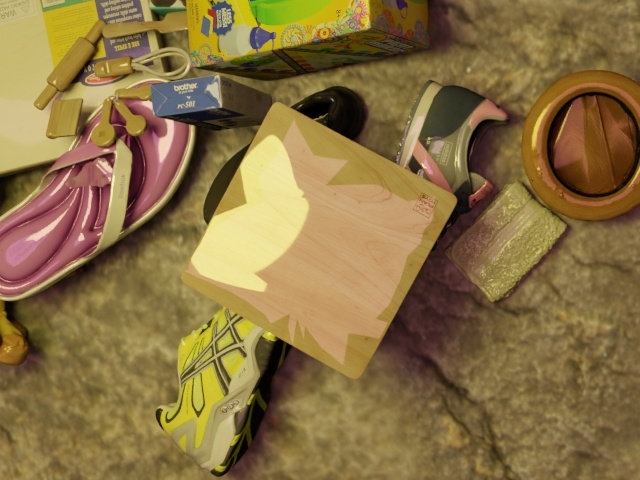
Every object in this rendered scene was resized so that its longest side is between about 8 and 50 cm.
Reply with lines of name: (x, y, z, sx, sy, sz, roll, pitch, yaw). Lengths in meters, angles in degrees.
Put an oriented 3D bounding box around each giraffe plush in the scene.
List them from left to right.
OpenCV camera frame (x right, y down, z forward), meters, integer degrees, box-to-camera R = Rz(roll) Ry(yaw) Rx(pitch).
giraffe plush: (-0.531, 0.081, 1.312, 0.210, 0.181, 0.170, 18, 85, 48)

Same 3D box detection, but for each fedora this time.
fedora: (0.356, -0.124, 1.089, 0.194, 0.079, 0.194, 2, 98, 14)

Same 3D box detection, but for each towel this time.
towel: (0.255, 0.002, 1.147, 0.110, 0.027, 0.148, 44, 102, 9)

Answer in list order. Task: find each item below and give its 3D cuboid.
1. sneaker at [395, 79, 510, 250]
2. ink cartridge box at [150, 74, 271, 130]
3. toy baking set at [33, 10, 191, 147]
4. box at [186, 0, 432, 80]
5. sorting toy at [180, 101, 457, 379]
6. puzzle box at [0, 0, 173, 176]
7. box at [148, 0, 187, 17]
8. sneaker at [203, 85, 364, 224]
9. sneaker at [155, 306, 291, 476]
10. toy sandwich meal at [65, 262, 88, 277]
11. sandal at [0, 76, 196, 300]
sneaker: (0.159, -0.051, 1.128, 0.131, 0.112, 0.319, 17, 97, 17)
ink cartridge box: (-0.145, -0.188, 1.156, 0.097, 0.207, 0.046, -5, 91, 15)
toy baking set: (-0.291, -0.237, 1.196, 0.197, 0.030, 0.256, 26, 78, 21)
box: (-0.022, -0.383, 1.097, 0.279, 0.177, 0.290, -4, 91, 32)
sorting toy: (0.000, 0.000, 1.058, 0.257, 0.089, 0.255, 29, 93, 7)
puzzle box: (-0.434, -0.250, 1.277, 0.409, 0.052, 0.272, -12, 88, 5)
box: (-0.192, -0.459, 1.238, 0.101, 0.060, 0.244, 4, 92, 15)
sneaker: (-0.069, -0.119, 1.179, 0.286, 0.130, 0.109, -44, 83, 13)
sneaker: (-0.125, 0.146, 1.195, 0.147, 0.145, 0.384, 25, 96, 13)
toy sandwich meal: (-0.400, 0.017, 1.325, 0.086, 0.029, 0.085, -2, 85, 19)
sandal: (-0.337, -0.059, 1.197, 0.169, 0.102, 0.416, 44, 95, -4)
